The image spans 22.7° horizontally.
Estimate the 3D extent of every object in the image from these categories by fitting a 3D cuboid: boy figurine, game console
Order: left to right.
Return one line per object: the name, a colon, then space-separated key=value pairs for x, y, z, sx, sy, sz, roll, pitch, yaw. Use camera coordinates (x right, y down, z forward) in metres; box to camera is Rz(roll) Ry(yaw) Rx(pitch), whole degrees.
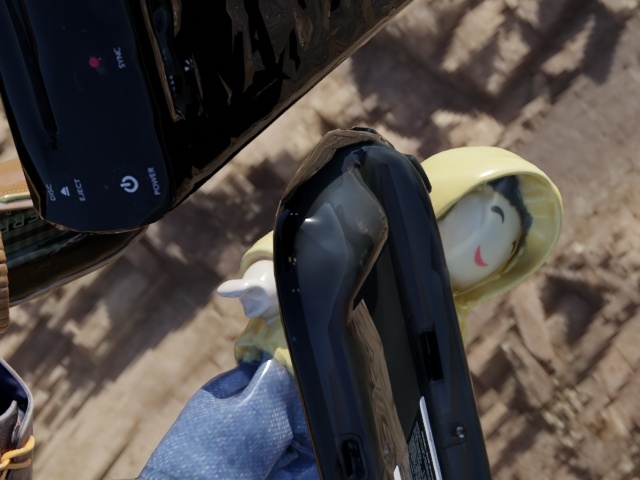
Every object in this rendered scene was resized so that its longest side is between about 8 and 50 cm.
game console: x=0.000 y=0.000 z=0.445 sx=0.044 sy=0.361 sz=0.213 roll=-5 pitch=20 yaw=25
boy figurine: x=0.022 y=0.063 z=0.780 sx=0.092 sy=0.177 sz=0.285 roll=5 pitch=43 yaw=49

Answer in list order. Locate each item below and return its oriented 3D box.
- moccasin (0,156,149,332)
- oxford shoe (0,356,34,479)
moccasin: x=-0.309 y=0.029 z=1.383 sx=0.147 sy=0.139 sz=0.380 roll=28 pitch=31 yaw=32
oxford shoe: x=-0.231 y=0.161 z=0.974 sx=0.133 sy=0.363 sz=0.130 roll=-15 pitch=12 yaw=34
